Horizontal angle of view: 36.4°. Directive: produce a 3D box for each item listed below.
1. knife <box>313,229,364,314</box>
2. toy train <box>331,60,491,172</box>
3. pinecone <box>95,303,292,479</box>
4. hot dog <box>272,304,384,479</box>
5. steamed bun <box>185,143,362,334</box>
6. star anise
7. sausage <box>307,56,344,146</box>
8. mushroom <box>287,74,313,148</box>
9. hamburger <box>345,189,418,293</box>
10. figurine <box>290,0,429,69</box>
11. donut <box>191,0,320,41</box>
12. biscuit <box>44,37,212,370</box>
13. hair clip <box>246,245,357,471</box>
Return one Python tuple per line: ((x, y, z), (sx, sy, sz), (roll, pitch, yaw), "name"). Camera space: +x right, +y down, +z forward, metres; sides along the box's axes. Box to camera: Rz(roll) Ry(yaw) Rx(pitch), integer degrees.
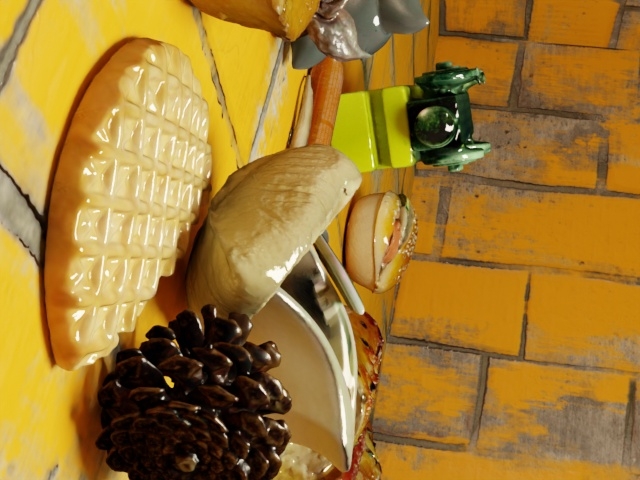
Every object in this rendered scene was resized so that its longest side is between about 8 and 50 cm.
((0.000, 0.001, 1.214), (0.343, 0.027, 0.061), (-122, -173, -62), "knife")
((0.151, -0.202, 1.676), (0.442, 0.272, 0.179), (-36, 119, -76), "toy train")
((-0.098, 0.130, 0.813), (0.165, 0.163, 0.163), (-71, 165, -56), "pinecone")
((-0.001, 0.278, 1.403), (0.365, 0.196, 0.367), (-54, 152, -77), "hot dog")
((-0.059, -0.012, 0.945), (0.212, 0.110, 0.231), (-51, -178, -27), "steamed bun")
((-0.040, -0.234, 1.104), (0.227, 0.148, 0.218), (-42, -179, -35), "star anise")
((-0.013, -0.129, 1.413), (0.053, 0.053, 0.347), (74, 26, -66), "sausage")
((-0.040, -0.125, 1.331), (0.306, 0.043, 0.068), (-73, -173, -51), "mushroom")
((0.129, 0.004, 2.056), (0.237, 0.147, 0.236), (10, 90, -81), "hamburger")
((0.052, -0.361, 1.312), (0.140, 0.193, 0.265), (13, 72, -79), "figurine")
((-0.056, -0.320, 0.878), (0.277, 0.109, 0.277), (7, 90, -80), "donut")
((-0.141, -0.054, 0.778), (0.309, 0.040, 0.204), (-67, 161, -58), "biscuit")
((-0.050, 0.116, 1.123), (0.113, 0.173, 0.282), (-48, 132, -57), "hair clip")
